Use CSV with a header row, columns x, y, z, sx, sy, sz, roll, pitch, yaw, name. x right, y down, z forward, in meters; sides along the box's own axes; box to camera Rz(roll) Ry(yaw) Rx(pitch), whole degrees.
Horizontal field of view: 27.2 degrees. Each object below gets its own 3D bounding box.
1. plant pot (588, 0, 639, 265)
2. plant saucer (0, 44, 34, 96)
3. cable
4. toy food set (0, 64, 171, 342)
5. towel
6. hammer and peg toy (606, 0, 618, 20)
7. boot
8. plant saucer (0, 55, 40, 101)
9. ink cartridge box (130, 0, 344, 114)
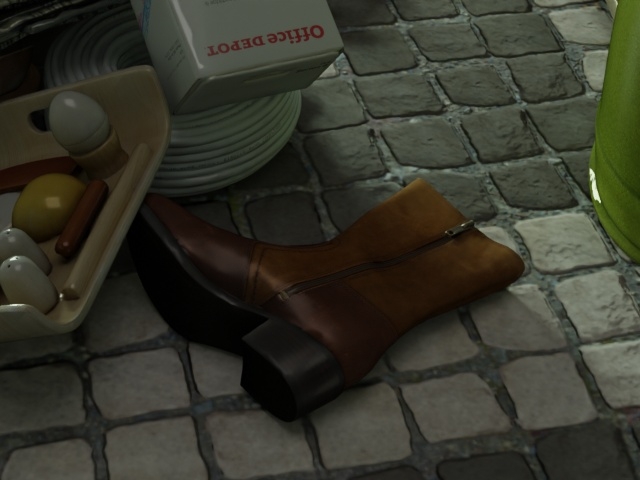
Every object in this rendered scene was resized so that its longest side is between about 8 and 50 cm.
x,y,z,sx,sy,sz,roll,pitch,yaw,name
0.407,-0.189,1.145,0.366,0.353,0.366,-9,45,9,plant pot
-0.361,-0.136,1.262,0.198,0.036,0.198,-19,12,4,plant saucer
-0.147,-0.148,1.309,0.257,0.089,0.257,4,43,0,cable
-0.270,-0.027,1.104,0.219,0.092,0.306,-10,37,25,toy food set
-0.278,-0.248,1.354,0.312,0.056,0.324,-23,21,-29,towel
0.381,-0.317,1.504,0.361,0.127,0.266,-2,45,-6,hammer and peg toy
0.000,0.000,1.160,0.280,0.096,0.264,-31,53,-33,boot
-0.334,-0.168,1.372,0.083,0.013,0.083,2,42,-2,plant saucer
-0.092,-0.237,1.216,0.154,0.093,0.212,-16,78,-28,ink cartridge box
